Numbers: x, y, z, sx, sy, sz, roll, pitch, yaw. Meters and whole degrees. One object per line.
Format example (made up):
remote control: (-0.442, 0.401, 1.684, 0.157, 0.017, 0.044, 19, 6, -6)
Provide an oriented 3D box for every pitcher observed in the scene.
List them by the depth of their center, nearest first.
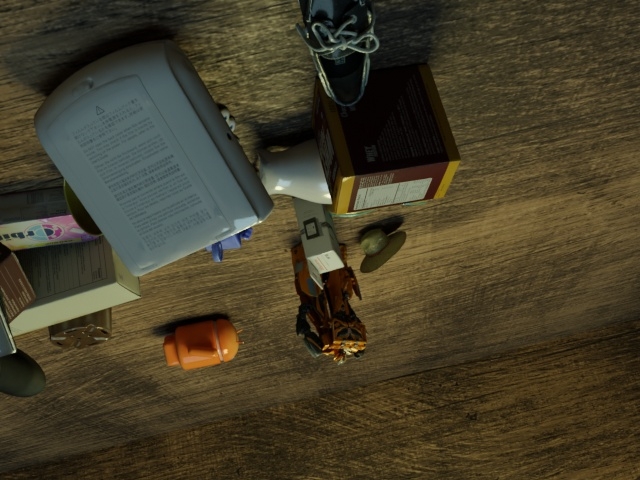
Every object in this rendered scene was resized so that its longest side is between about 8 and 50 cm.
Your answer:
pitcher: (-0.018, -0.127, 1.369, 0.207, 0.125, 0.178, -4, -178, -10)

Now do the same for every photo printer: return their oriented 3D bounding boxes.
photo printer: (-0.249, -0.123, 1.087, 0.256, 0.107, 0.307, -24, 111, 18)

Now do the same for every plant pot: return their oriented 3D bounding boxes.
plant pot: (-0.363, -0.084, 1.275, 0.095, 0.134, 0.134, -24, 170, -47)
plant pot: (-0.521, 0.135, 1.592, 0.167, 0.165, 0.167, -10, 155, -5)

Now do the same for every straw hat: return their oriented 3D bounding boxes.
straw hat: (0.131, 0.007, 1.768, 0.144, 0.144, 0.061, -31, 112, 33)

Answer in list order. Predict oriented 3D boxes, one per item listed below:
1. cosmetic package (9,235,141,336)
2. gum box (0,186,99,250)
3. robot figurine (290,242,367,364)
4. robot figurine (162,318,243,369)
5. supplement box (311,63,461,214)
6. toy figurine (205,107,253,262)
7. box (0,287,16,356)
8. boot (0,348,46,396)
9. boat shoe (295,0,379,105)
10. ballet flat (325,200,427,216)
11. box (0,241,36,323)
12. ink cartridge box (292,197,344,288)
cosmetic package: (-0.527, 0.072, 1.464, 0.310, 0.160, 0.113, -16, 156, 7)
gum box: (-0.501, -0.040, 1.350, 0.189, 0.062, 0.107, -8, 155, -10)
robot figurine: (0.024, 0.147, 1.745, 0.211, 0.290, 0.085, 8, 148, -40)
robot figurine: (-0.324, 0.289, 2.064, 0.220, 0.128, 0.158, -11, 155, -5)
supplement box: (0.101, -0.168, 1.231, 0.194, 0.191, 0.129, -10, 157, -9)
toy figurine: (-0.210, -0.045, 1.304, 0.191, 0.217, 0.362, -12, 155, -2)
box: (-0.655, 0.056, 1.058, 0.343, 0.312, 0.178, -19, 135, -21)
boot: (-0.750, 0.284, 1.645, 0.146, 0.367, 0.445, -54, 158, -18)
boat shoe: (0.022, -0.296, 1.020, 0.113, 0.104, 0.306, -11, 156, -5)
ballet flat: (0.122, -0.106, 1.543, 0.232, 0.080, 0.073, -10, 127, -14)
box: (-0.648, 0.089, 1.298, 0.203, 0.168, 0.167, -50, 163, -30)
ink cartridge box: (0.000, 0.000, 1.551, 0.060, 0.180, 0.104, -18, 156, 9)
